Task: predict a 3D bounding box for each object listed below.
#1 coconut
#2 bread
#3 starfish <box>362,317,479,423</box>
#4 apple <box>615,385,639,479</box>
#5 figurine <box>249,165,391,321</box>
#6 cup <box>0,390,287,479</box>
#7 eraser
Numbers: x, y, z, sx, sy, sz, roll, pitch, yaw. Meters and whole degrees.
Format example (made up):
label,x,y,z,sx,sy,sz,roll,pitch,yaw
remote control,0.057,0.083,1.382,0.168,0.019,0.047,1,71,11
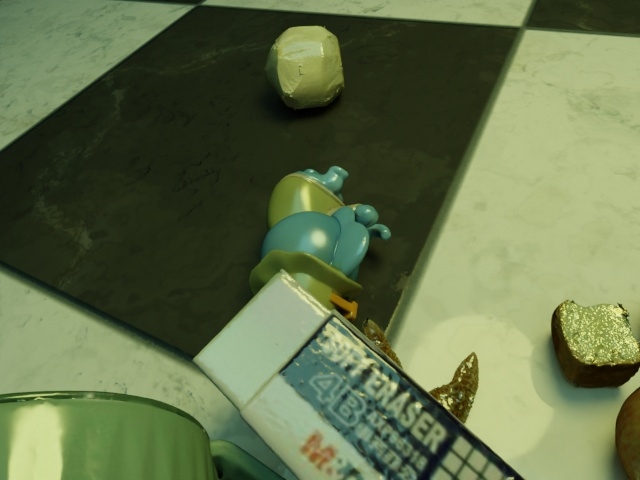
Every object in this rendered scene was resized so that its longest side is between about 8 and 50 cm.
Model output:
label,x,y,z,sx,sy,sz,roll,pitch,yaw
coconut,-0.035,-0.351,0.871,0.161,0.161,0.161,-9,50,5
bread,0.301,0.116,0.475,0.076,0.070,0.083,-2,49,8
starfish,0.089,0.195,0.455,0.277,0.062,0.236,29,59,20
apple,0.345,0.186,0.370,0.146,0.131,0.147,-5,44,5
figurine,-0.004,-0.002,0.578,0.179,0.154,0.262,3,59,23
cup,-0.148,0.306,0.236,0.400,0.311,0.393,-20,47,-9
eraser,0.025,0.167,0.386,0.287,0.086,0.130,38,67,18
